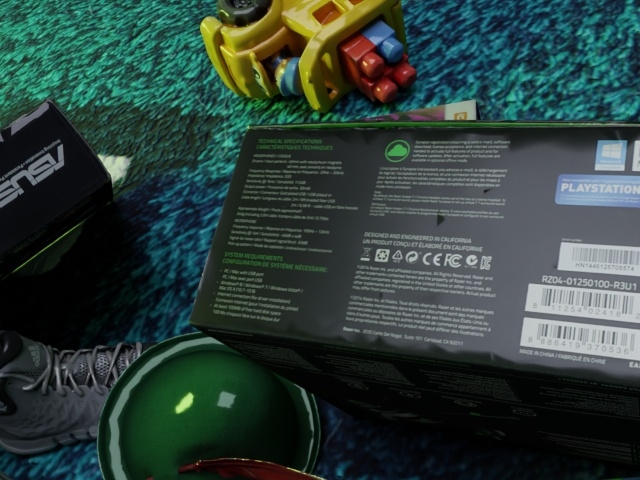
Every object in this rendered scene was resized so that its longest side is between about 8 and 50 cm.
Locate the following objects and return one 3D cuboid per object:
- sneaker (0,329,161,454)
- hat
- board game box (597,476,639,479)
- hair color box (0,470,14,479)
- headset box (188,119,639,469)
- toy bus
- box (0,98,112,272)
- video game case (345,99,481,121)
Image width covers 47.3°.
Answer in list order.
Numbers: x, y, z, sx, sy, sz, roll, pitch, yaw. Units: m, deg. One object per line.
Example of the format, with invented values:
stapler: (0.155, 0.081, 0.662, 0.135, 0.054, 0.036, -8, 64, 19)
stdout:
sneaker: (-0.214, 0.119, 0.642, 0.229, 0.132, 0.086, -19, 46, 7)
hat: (-0.078, 0.118, 0.521, 0.209, 0.183, 0.172, 2, 64, 1)
board game box: (0.247, 0.234, 0.416, 0.136, 0.035, 0.201, -11, 47, 14)
hair color box: (-0.233, 0.230, 0.516, 0.339, 0.185, 0.110, 19, 59, 34)
headset box: (0.102, 0.051, 0.478, 0.246, 0.283, 0.131, 4, 68, 27)
toy bus: (0.002, -0.228, 0.869, 0.220, 0.149, 0.211, -36, 62, -7)
box: (-0.388, 0.031, 0.703, 0.395, 0.097, 0.318, -38, 11, -13)
video game case: (0.048, -0.043, 0.739, 0.232, 0.041, 0.210, -6, 49, 18)
